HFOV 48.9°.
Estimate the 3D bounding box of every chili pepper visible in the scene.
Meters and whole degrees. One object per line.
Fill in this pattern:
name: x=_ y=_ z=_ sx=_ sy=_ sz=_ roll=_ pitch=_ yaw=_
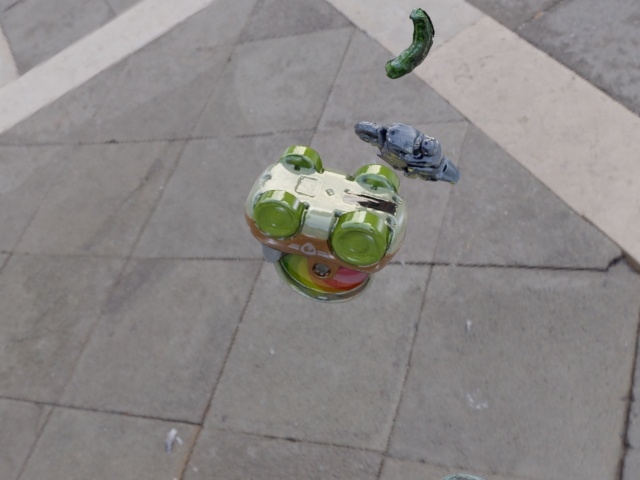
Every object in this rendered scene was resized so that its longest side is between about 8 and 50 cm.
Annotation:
chili pepper: x=0.127 y=-0.259 z=0.939 sx=0.056 sy=0.118 sz=0.035 roll=-12 pitch=66 yaw=-21

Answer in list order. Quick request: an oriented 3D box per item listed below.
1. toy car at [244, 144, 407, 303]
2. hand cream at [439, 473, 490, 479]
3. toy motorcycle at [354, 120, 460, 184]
toy car: x=0.000 y=0.000 z=1.008 sx=0.235 sy=0.235 sz=0.145 roll=-4 pitch=38 yaw=20
hand cream: x=0.091 y=0.163 z=0.352 sx=0.095 sy=0.175 sz=0.046 roll=29 pitch=92 yaw=6
toy motorcycle: x=0.148 y=-0.139 z=1.112 sx=0.124 sy=0.193 sz=0.061 roll=9 pitch=74 yaw=54
